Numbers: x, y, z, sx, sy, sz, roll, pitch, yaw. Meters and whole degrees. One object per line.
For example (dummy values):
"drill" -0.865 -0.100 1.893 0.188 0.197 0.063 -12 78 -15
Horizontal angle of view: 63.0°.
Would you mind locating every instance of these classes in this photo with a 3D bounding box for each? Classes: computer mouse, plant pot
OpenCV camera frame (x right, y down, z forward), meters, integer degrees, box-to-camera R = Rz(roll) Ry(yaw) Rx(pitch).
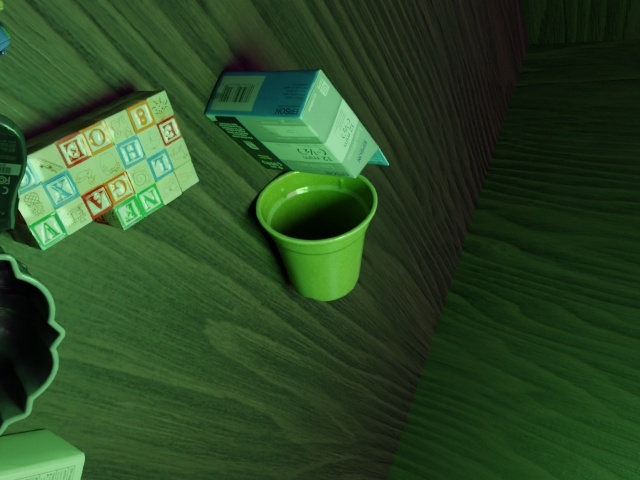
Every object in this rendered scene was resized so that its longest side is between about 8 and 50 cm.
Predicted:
"computer mouse" -0.462 -0.051 0.634 0.184 0.060 0.262 -3 129 -32
"plant pot" 0.000 0.000 1.263 0.276 0.276 0.254 -50 149 -36

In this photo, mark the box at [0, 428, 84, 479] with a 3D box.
"box" -0.505 0.368 0.711 0.311 0.121 0.148 17 85 -56

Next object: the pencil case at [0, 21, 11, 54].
"pencil case" -0.435 -0.303 0.505 0.133 0.119 0.306 -50 132 -37

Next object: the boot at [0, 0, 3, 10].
"boot" -0.465 -0.209 0.646 0.213 0.077 0.165 -44 133 -34

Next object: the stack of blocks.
"stack of blocks" -0.351 -0.105 0.831 0.297 0.087 0.171 -44 132 -40

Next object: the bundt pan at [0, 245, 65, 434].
"bundt pan" -0.487 0.111 0.599 0.330 0.124 0.331 -21 128 -29

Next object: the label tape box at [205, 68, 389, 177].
"label tape box" -0.036 -0.215 1.121 0.347 0.249 0.115 41 65 -52
